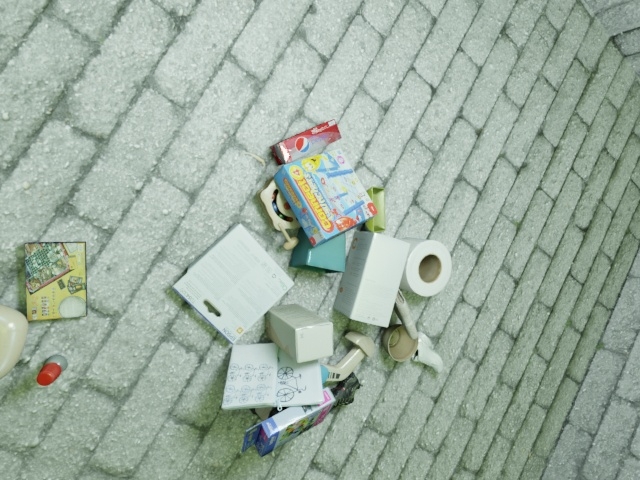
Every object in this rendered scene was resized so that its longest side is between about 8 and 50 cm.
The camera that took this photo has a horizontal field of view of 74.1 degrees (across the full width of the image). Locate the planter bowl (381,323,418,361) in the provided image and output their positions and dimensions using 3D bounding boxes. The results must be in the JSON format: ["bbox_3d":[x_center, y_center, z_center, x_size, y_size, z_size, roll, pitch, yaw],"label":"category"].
[{"bbox_3d":[0.340,0.443,1.891,0.162,0.109,0.162,-2,96,-26],"label":"planter bowl"}]

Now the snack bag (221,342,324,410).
[{"bbox_3d":[-0.157,0.464,1.493,0.342,0.323,0.037,-1,114,-3],"label":"snack bag"}]

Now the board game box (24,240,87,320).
[{"bbox_3d":[-0.836,0.125,1.345,0.165,0.042,0.243,0,95,-25],"label":"board game box"}]

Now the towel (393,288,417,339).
[{"bbox_3d":[0.333,0.272,1.782,0.049,0.282,0.187,-24,112,2],"label":"towel"}]

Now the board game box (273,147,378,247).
[{"bbox_3d":[0.027,-0.170,1.597,0.302,0.086,0.308,-27,85,-39],"label":"board game box"}]

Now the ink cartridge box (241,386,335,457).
[{"bbox_3d":[-0.107,0.620,1.420,0.311,0.065,0.186,-15,142,-30],"label":"ink cartridge box"}]

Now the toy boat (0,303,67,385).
[{"bbox_3d":[-0.937,0.343,1.275,0.318,0.148,0.267,31,85,-18],"label":"toy boat"}]

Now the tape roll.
[{"bbox_3d":[0.429,0.112,1.869,0.246,0.169,0.246,-3,97,-25],"label":"tape roll"}]

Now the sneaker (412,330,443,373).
[{"bbox_3d":[0.486,0.544,1.992,0.115,0.090,0.232,-36,100,-11],"label":"sneaker"}]

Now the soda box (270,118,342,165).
[{"bbox_3d":[-0.054,-0.379,1.636,0.263,0.092,0.083,-29,107,-21],"label":"soda box"}]

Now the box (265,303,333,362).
[{"bbox_3d":[-0.086,0.332,1.568,0.148,0.311,0.121,-4,97,-25],"label":"box"}]

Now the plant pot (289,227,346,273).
[{"bbox_3d":[0.000,0.000,1.666,0.165,0.165,0.234,13,78,-25],"label":"plant pot"}]

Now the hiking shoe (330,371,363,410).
[{"bbox_3d":[0.091,0.676,1.809,0.227,0.086,0.114,-43,107,-17],"label":"hiking shoe"}]

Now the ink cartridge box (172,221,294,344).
[{"bbox_3d":[-0.318,0.159,1.579,0.330,0.071,0.324,-44,111,-12],"label":"ink cartridge box"}]

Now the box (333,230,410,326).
[{"bbox_3d":[0.204,0.149,1.730,0.168,0.215,0.345,16,88,-17],"label":"box"}]

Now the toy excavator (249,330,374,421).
[{"bbox_3d":[-0.017,0.551,1.703,0.445,0.222,0.433,22,88,-38],"label":"toy excavator"}]

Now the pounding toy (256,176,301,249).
[{"bbox_3d":[-0.119,-0.111,1.596,0.154,0.155,0.269,-29,106,-15],"label":"pounding toy"}]

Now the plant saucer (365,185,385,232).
[{"bbox_3d":[0.226,-0.128,1.774,0.188,0.045,0.188,-9,98,-66],"label":"plant saucer"}]
